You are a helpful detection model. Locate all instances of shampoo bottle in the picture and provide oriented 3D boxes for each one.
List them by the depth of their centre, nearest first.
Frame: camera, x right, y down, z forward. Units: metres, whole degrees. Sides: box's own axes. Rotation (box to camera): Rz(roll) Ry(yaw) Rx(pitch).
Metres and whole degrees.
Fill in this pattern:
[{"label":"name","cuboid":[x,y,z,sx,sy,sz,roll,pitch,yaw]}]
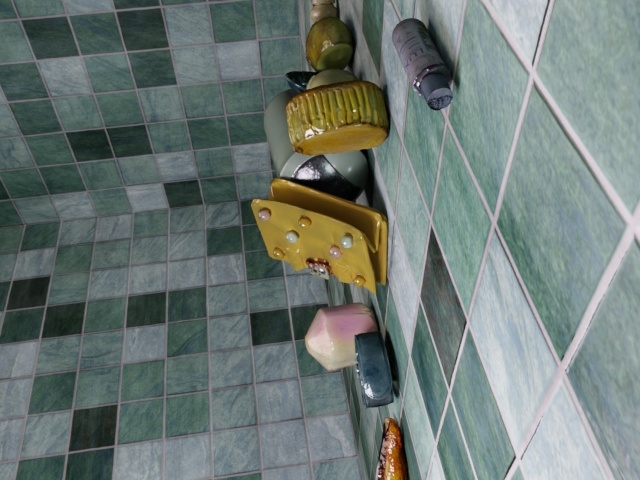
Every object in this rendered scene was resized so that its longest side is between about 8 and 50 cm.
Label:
[{"label":"shampoo bottle","cuboid":[0.175,-0.300,1.081,0.072,0.072,0.214,88,173,-46]}]

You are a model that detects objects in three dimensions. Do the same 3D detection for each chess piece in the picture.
[{"label":"chess piece","cuboid":[0.018,-0.679,2.204,0.117,0.117,0.397,-110,16,-70]}]

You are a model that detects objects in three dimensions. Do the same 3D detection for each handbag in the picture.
[{"label":"handbag","cuboid":[0.000,0.000,1.851,0.133,0.401,0.283,-53,-32,-33]}]

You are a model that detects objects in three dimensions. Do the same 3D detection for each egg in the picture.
[{"label":"egg","cuboid":[0.042,-0.428,1.876,0.201,0.164,0.164,-8,-88,-63]}]

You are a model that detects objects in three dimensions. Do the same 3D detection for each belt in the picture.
[{"label":"belt","cuboid":[0.165,0.394,1.919,0.267,0.116,0.206,-101,2,-65]}]

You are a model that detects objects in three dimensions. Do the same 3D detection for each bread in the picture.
[{"label":"bread","cuboid":[0.040,-0.303,1.596,0.227,0.253,0.143,39,-135,-85]},{"label":"bread","cuboid":[0.218,0.666,1.902,0.139,0.095,0.269,125,152,-80]}]

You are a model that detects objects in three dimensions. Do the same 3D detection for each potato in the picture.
[{"label":"potato","cuboid":[0.024,-0.609,2.005,0.298,0.141,0.176,-119,15,-78]}]

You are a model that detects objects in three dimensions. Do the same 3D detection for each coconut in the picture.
[{"label":"coconut","cuboid":[0.070,0.334,2.176,0.233,0.245,0.233,170,90,-87]}]

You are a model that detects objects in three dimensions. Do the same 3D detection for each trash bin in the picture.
[{"label":"trash bin","cuboid":[-0.025,-0.279,2.025,0.432,0.280,0.280,-111,14,-46]}]

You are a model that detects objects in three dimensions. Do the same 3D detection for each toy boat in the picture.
[{"label":"toy boat","cuboid":[0.003,-0.486,1.992,0.103,0.246,0.093,122,148,-44]}]
